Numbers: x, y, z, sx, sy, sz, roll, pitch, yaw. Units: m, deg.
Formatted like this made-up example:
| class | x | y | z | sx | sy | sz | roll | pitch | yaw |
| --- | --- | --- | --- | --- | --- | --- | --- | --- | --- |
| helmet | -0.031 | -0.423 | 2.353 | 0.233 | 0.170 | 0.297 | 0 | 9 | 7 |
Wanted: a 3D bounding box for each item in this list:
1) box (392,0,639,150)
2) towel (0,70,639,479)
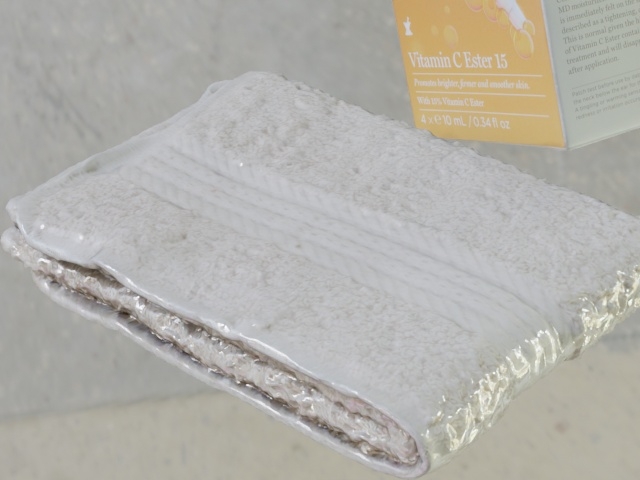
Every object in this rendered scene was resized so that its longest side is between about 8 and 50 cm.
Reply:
| class | x | y | z | sx | sy | sz | roll | pitch | yaw |
| --- | --- | --- | --- | --- | --- | --- | --- | --- | --- |
| box | 0.173 | -0.263 | 1.475 | 0.168 | 0.215 | 0.345 | -18 | 103 | -28 |
| towel | 0.000 | 0.000 | 0.821 | 0.187 | 0.282 | 0.049 | -34 | 132 | -36 |
